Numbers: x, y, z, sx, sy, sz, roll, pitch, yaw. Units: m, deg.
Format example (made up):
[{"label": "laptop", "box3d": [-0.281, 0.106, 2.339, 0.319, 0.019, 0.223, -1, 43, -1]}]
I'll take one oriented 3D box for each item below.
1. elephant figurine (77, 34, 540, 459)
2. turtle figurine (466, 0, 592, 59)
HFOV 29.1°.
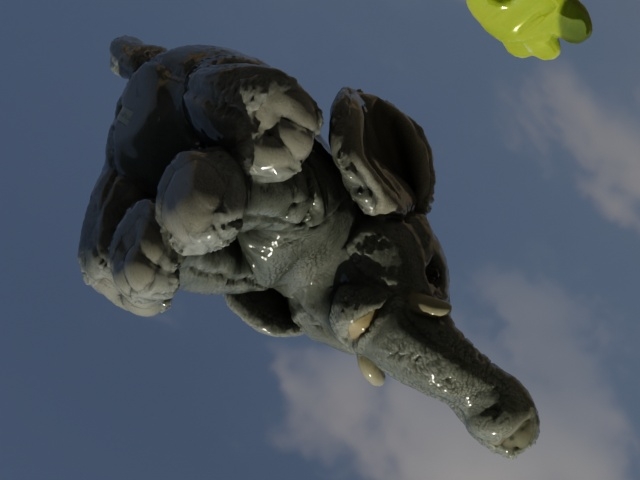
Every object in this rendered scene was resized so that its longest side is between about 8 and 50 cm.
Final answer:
[{"label": "elephant figurine", "box3d": [0.000, 0.000, 0.681, 0.239, 0.169, 0.186, 23, -107, -33]}, {"label": "turtle figurine", "box3d": [0.132, -0.189, 0.560, 0.217, 0.269, 0.087, -81, -30, -46]}]
